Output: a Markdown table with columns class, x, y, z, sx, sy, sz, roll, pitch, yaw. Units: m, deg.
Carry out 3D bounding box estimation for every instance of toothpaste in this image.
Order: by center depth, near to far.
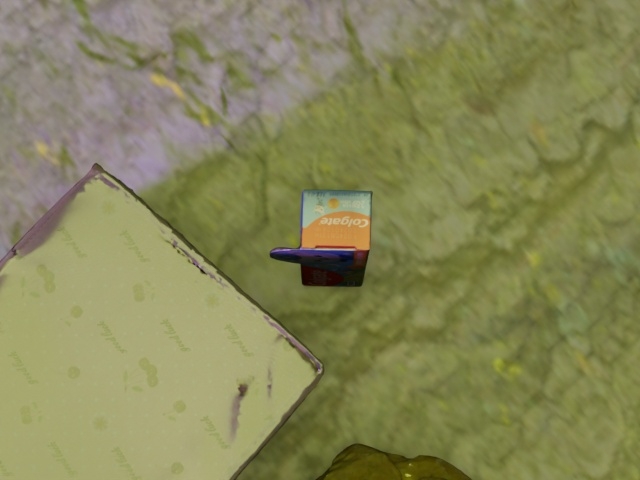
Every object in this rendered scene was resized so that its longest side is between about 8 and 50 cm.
| class | x | y | z | sx | sy | sz | roll | pitch | yaw |
| --- | --- | --- | --- | --- | --- | --- | --- | --- | --- |
| toothpaste | 0.000 | 0.000 | 1.329 | 0.070 | 0.193 | 0.044 | 2 | 81 | 0 |

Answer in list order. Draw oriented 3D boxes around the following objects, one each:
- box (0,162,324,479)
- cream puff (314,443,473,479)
| class | x | y | z | sx | sy | sz | roll | pitch | yaw |
| --- | --- | --- | --- | --- | --- | --- | --- | --- | --- |
| box | -0.174 | 0.136 | 1.314 | 0.225 | 0.190 | 0.297 | 41 | 82 | 5 |
| cream puff | 0.034 | 0.255 | 1.307 | 0.194 | 0.195 | 0.221 | 1 | 79 | 0 |
